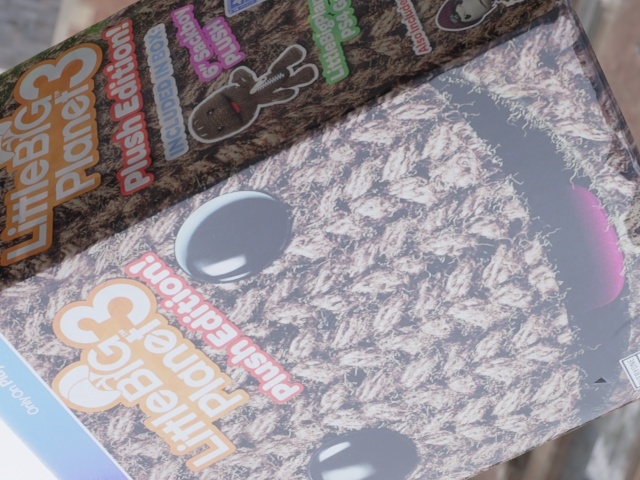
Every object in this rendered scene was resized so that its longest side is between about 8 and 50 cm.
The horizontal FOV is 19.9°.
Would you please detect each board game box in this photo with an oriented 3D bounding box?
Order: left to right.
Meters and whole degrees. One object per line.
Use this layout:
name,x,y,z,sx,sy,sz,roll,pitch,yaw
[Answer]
board game box,0.000,0.000,0.827,0.232,0.291,0.141,55,-168,-40
